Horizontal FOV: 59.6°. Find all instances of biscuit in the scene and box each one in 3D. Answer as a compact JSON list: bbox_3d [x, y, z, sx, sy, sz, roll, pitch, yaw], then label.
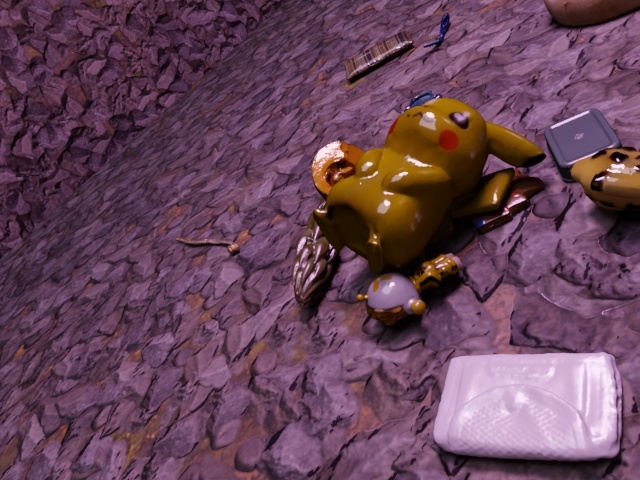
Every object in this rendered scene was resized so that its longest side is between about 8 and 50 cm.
[{"bbox_3d":[0.267,-0.062,0.843,0.120,0.019,0.130,2,48,46],"label":"biscuit"}]

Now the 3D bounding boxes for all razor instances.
[{"bbox_3d":[0.306,-0.533,1.430,0.044,0.028,0.154,-8,42,39],"label":"razor"}]

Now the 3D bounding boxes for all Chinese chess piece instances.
[{"bbox_3d":[0.567,-0.531,1.099,0.251,0.097,0.250,-26,33,18],"label":"Chinese chess piece"}]

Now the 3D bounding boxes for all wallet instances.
[{"bbox_3d":[0.210,0.167,0.581,0.183,0.032,0.124,-12,36,37],"label":"wallet"}]

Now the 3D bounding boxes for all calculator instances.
[{"bbox_3d":[0.216,-0.281,1.192,0.094,0.019,0.141,-22,32,23],"label":"calculator"}]

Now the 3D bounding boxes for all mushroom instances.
[{"bbox_3d":[-0.262,0.005,1.287,0.286,0.028,0.025,9,95,51],"label":"mushroom"}]

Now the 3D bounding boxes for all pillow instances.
[{"bbox_3d":[0.157,-0.514,1.544,0.204,0.038,0.113,-26,32,15],"label":"pillow"}]

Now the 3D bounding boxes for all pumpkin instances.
[{"bbox_3d":[0.079,-0.102,0.980,0.184,0.107,0.118,11,76,6],"label":"pumpkin"}]

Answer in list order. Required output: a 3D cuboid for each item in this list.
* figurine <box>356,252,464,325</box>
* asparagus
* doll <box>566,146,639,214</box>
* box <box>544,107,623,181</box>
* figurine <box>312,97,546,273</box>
[{"bbox_3d":[0.127,0.064,0.769,0.143,0.068,0.101,-22,17,21],"label":"figurine"},{"bbox_3d":[0.000,0.000,0.972,0.080,0.080,0.287,-15,38,32],"label":"asparagus"},{"bbox_3d":[0.417,-0.056,0.622,0.117,0.086,0.291,-17,23,-27],"label":"doll"},{"bbox_3d":[0.385,-0.144,0.823,0.091,0.031,0.126,-22,35,23],"label":"box"},{"bbox_3d":[0.156,-0.091,0.825,0.218,0.169,0.326,34,82,40],"label":"figurine"}]
